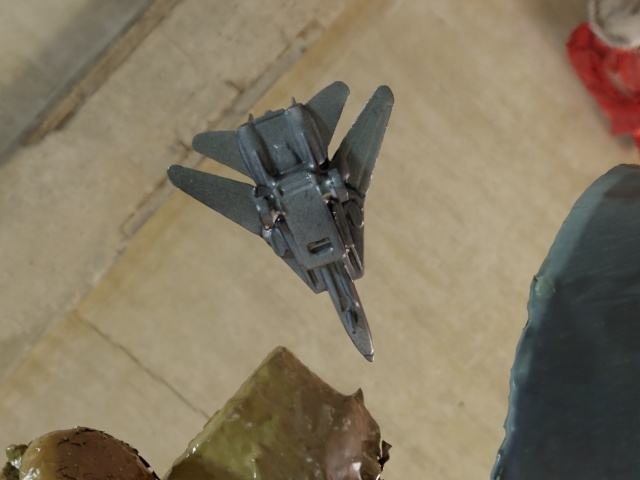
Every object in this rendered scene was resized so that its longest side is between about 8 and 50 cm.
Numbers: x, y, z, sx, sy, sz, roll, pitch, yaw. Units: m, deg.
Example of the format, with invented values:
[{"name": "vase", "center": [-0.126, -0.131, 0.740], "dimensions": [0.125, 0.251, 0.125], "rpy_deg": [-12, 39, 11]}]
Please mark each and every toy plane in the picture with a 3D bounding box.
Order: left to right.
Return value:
[{"name": "toy plane", "center": [0.000, 0.003, 0.982], "dimensions": [0.088, 0.212, 0.267], "rpy_deg": [-90, -21, -75]}]

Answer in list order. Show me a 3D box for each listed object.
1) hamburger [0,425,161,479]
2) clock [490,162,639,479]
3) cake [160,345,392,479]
[{"name": "hamburger", "center": [-0.321, 0.359, 1.378], "dimensions": [0.245, 0.211, 0.260], "rpy_deg": [48, -172, -12]}, {"name": "clock", "center": [0.186, 0.151, 0.507], "dimensions": [0.077, 0.386, 0.386], "rpy_deg": [-1, 153, 33]}, {"name": "cake", "center": [-0.041, 0.360, 1.603], "dimensions": [0.321, 0.332, 0.332], "rpy_deg": [40, -179, 4]}]
